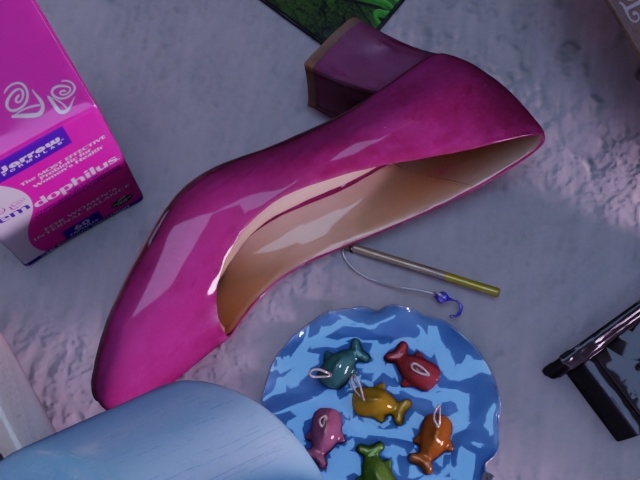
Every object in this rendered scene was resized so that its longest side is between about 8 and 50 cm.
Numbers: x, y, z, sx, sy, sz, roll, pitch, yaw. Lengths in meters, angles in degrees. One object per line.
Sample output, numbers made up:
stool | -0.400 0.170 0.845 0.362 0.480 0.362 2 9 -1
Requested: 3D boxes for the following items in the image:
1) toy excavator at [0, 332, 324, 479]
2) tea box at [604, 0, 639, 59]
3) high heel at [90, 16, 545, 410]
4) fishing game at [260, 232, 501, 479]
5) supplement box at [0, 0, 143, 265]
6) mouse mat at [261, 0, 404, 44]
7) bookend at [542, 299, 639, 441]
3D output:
toy excavator | -0.162 0.168 0.743 0.433 0.222 0.445 -26 84 36
tea box | 0.395 -0.197 0.786 0.220 0.323 0.329 -14 73 -43
high heel | 0.000 0.000 0.855 0.181 0.127 0.377 31 75 19
fishing game | 0.045 0.134 0.872 0.189 0.041 0.264 22 75 9
supplement box | -0.214 -0.076 0.834 0.111 0.220 0.114 -31 77 -7
mouse mat | -0.003 -0.259 0.993 0.190 0.007 0.152 37 78 8
bookend | 0.278 0.110 0.862 0.157 0.072 0.156 -33 78 -8
